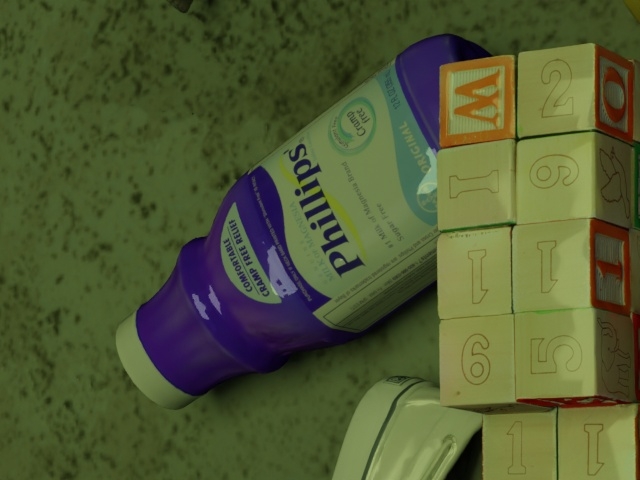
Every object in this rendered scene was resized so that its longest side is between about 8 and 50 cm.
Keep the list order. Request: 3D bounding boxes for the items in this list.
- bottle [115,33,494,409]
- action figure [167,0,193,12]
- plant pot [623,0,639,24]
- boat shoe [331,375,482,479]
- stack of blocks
[{"bbox_3d":[0.000,0.000,1.154,0.283,0.092,0.118,-36,65,24],"label":"bottle"},{"bbox_3d":[-0.020,-0.342,1.185,0.330,0.178,0.341,-25,93,23],"label":"action figure"},{"bbox_3d":[0.269,-0.175,0.927,0.239,0.254,0.254,-3,80,50],"label":"plant pot"},{"bbox_3d":[0.038,0.206,1.091,0.084,0.095,0.258,12,90,39],"label":"boat shoe"},{"bbox_3d":[0.138,0.066,1.002,0.087,0.171,0.297,-5,79,34],"label":"stack of blocks"}]
